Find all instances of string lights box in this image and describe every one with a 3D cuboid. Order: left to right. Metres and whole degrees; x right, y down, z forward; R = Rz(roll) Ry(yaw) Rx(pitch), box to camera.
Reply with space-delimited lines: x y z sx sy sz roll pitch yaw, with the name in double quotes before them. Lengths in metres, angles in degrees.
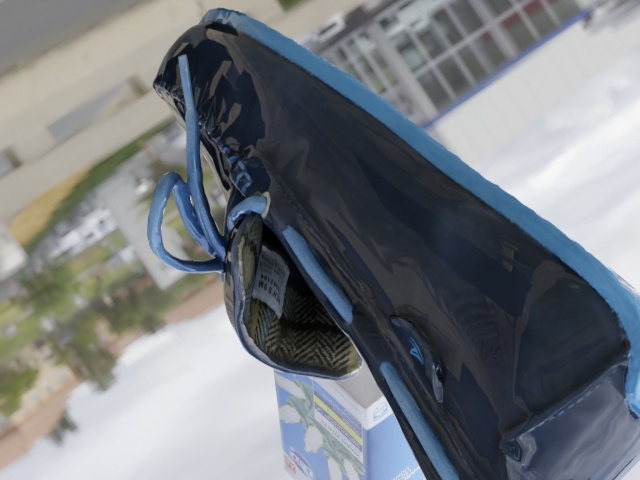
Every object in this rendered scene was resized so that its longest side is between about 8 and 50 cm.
"string lights box" 0.028 0.166 1.451 0.077 0.133 0.259 -35 147 -23

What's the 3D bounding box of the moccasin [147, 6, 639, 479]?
"moccasin" 0.000 0.000 0.637 0.117 0.138 0.342 -50 -145 1
